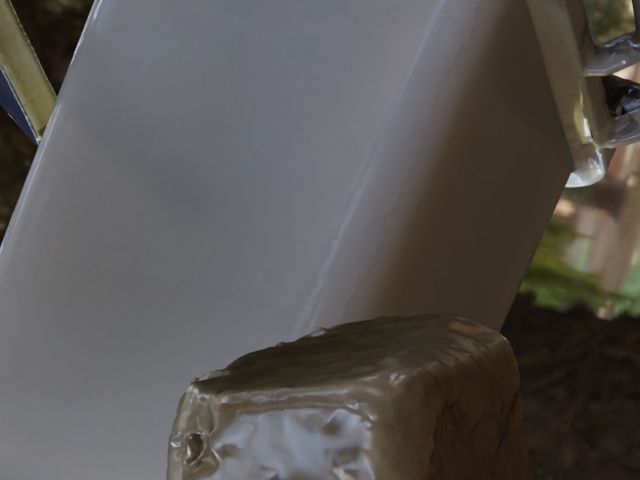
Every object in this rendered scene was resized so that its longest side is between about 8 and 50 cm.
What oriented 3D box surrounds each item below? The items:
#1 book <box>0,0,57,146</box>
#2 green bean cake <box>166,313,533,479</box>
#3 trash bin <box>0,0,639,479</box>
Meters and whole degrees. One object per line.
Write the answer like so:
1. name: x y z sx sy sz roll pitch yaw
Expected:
1. book: -0.210 -0.166 0.703 0.025 0.191 0.269 -38 -18 -11
2. green bean cake: 0.019 0.118 0.430 0.109 0.085 0.179 -23 -77 -65
3. trash bin: 0.000 0.000 0.714 0.367 0.296 0.256 -68 -25 -22
